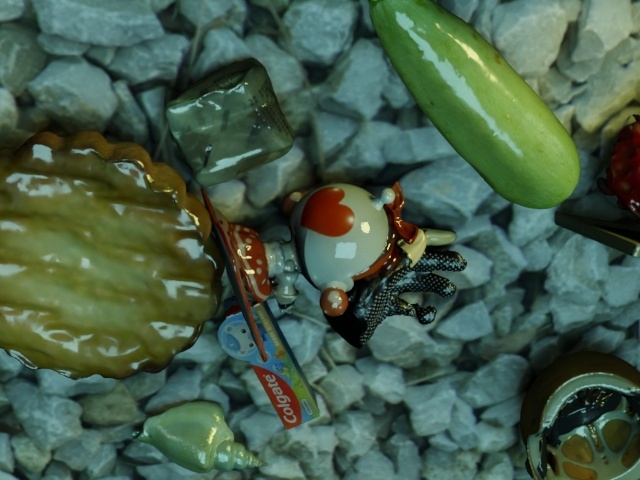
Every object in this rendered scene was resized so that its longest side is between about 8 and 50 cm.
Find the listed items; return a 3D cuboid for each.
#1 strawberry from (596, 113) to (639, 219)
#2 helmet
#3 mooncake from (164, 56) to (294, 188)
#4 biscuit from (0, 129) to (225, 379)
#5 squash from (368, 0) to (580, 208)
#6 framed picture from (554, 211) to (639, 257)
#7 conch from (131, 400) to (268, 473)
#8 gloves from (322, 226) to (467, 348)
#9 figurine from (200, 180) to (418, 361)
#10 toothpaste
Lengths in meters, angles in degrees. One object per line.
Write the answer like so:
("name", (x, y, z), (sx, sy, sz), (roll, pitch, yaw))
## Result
("strawberry", (0.464, -0.082, 1.609), (0.253, 0.280, 0.150), (10, 113, -5))
("helmet", (0.352, 0.232, 1.830), (0.198, 0.130, 0.224), (-20, 129, 5))
("mooncake", (-0.104, -0.134, 1.588), (0.130, 0.073, 0.125), (-20, 122, 3))
("biscuit", (-0.267, 0.014, 1.604), (0.326, 0.107, 0.325), (3, 120, 5))
("squash", (0.165, -0.172, 1.594), (0.118, 0.118, 0.370), (-42, 113, 13))
("framed picture", (0.471, 0.017, 1.680), (0.324, 0.240, 0.020), (10, 98, -13))
("conch", (-0.151, 0.259, 1.793), (0.180, 0.065, 0.088), (17, 115, -8))
("gloves", (0.091, 0.041, 1.714), (0.181, 0.106, 0.129), (-41, 131, -21))
("figurine", (0.000, 0.000, 1.620), (0.226, 0.183, 0.160), (-20, 124, -6))
("toothpaste", (-0.070, 0.155, 1.764), (0.070, 0.044, 0.193), (-23, 119, 5))
